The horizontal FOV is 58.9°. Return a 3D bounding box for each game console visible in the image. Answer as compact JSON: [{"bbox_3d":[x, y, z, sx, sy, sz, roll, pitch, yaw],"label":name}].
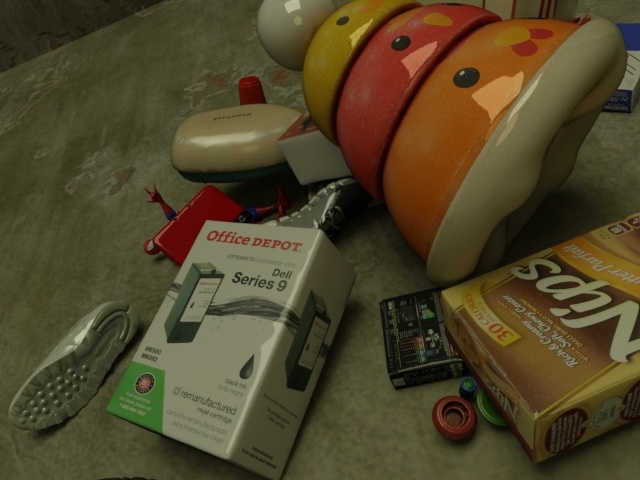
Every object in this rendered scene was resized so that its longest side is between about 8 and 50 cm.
[{"bbox_3d":[-0.179,0.005,0.934,0.085,0.124,0.144,22,59,32],"label":"game console"}]

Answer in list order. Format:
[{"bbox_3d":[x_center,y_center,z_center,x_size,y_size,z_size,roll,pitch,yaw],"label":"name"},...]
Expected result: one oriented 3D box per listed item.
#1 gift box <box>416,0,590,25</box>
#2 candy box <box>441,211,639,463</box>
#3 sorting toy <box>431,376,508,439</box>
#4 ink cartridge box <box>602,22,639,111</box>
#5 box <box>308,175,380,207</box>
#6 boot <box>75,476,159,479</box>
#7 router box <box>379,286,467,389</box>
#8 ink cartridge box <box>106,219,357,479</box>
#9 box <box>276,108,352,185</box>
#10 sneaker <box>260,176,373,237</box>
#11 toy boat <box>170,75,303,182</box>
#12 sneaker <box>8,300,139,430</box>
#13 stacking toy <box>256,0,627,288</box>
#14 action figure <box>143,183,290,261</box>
[{"bbox_3d":[0.278,-0.307,0.937,0.258,0.276,0.255,26,49,38],"label":"gift box"},{"bbox_3d":[0.313,0.081,0.604,0.316,0.088,0.183,-20,39,-7],"label":"candy box"},{"bbox_3d":[0.172,0.188,0.633,0.101,0.042,0.061,-13,56,-3],"label":"sorting toy"},{"bbox_3d":[0.512,-0.301,0.975,0.097,0.046,0.207,15,54,36],"label":"ink cartridge box"},{"bbox_3d":[0.094,-0.140,1.009,0.230,0.056,0.183,-16,40,12],"label":"box"},{"bbox_3d":[-0.317,0.398,0.581,0.347,0.131,0.260,-14,41,13],"label":"boot"},{"bbox_3d":[0.128,0.121,0.722,0.092,0.038,0.122,-15,41,13],"label":"router box"},{"bbox_3d":[-0.106,0.125,0.735,0.211,0.121,0.289,5,61,33],"label":"ink cartridge box"},{"bbox_3d":[0.033,-0.184,0.944,0.130,0.091,0.170,-6,36,38],"label":"box"},{"bbox_3d":[0.000,0.000,0.898,0.228,0.086,0.132,-30,44,9],"label":"sneaker"},{"bbox_3d":[-0.136,-0.197,1.093,0.267,0.148,0.318,-5,34,4],"label":"toy boat"},{"bbox_3d":[-0.389,0.192,0.893,0.094,0.090,0.235,0,41,46],"label":"sneaker"},{"bbox_3d":[0.089,-0.197,0.741,0.479,0.351,0.350,36,66,21],"label":"stacking toy"},{"bbox_3d":[-0.207,-0.048,1.011,0.280,0.139,0.091,-20,39,11],"label":"action figure"}]
